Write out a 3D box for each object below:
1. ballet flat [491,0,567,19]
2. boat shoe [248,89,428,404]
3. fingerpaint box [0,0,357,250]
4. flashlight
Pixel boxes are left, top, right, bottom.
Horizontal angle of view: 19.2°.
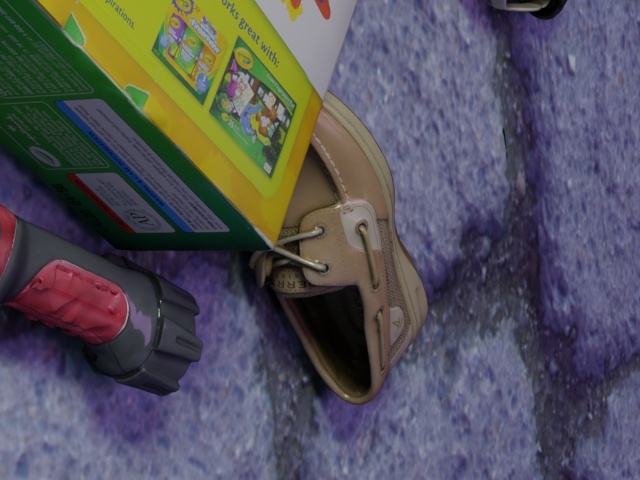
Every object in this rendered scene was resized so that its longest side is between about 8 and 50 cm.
[{"bbox_3d":[0.189,-0.285,1.914,0.280,0.095,0.096,17,87,-56],"label":"ballet flat"},{"bbox_3d":[0.000,0.000,1.588,0.341,0.121,0.110,61,42,-38],"label":"boat shoe"},{"bbox_3d":[-0.150,-0.261,1.320,0.445,0.163,0.371,47,53,-46],"label":"fingerpaint box"},{"bbox_3d":[-0.192,0.041,1.315,0.103,0.103,0.304,-58,143,0],"label":"flashlight"}]
